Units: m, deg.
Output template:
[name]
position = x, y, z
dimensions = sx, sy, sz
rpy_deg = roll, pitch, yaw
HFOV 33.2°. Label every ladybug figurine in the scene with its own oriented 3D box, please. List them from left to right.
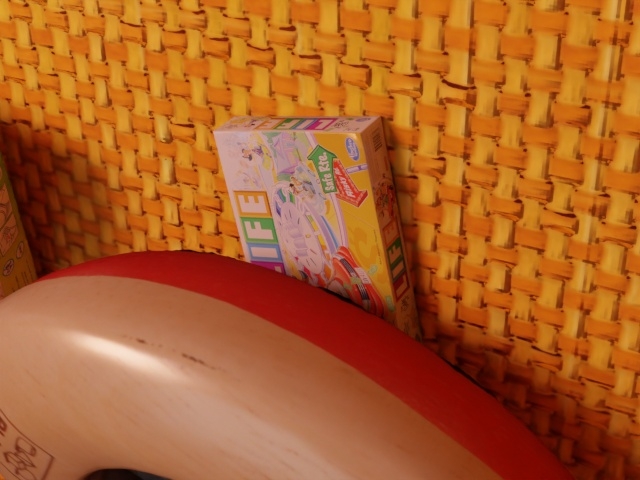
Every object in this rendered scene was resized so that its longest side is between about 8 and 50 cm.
[ladybug figurine]
position = -0.006, 0.147, 0.633
dimensions = 0.449, 0.162, 0.305
rpy_deg = 34, 141, -1

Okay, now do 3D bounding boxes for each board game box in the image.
[board game box]
position = 0.000, 0.000, 0.656
dimensions = 0.103, 0.026, 0.154
rpy_deg = 4, 119, 32

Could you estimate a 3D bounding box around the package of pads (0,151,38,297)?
[package of pads]
position = -0.349, -0.028, 0.784
dimensions = 0.296, 0.101, 0.229
rpy_deg = 27, 146, 17
